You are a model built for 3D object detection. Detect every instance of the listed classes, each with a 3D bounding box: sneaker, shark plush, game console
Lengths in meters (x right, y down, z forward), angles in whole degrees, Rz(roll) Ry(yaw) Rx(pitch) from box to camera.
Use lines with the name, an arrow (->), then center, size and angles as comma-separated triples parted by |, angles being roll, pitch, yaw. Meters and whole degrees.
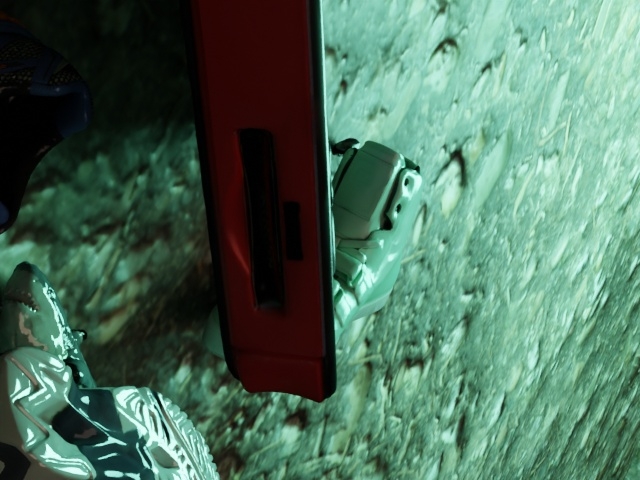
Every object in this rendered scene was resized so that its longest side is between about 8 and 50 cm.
sneaker -> -0.188, -0.020, 0.503 | 0.221, 0.087, 0.083 | -56, 149, -23
shark plush -> -0.147, 0.078, 0.680 | 0.161, 0.073, 0.067 | 51, 33, -52
sneaker -> 0.000, 0.000, 0.834 | 0.256, 0.094, 0.151 | -32, 141, -62
game console -> -0.018, -0.149, 0.577 | 0.342, 0.060, 0.387 | -85, 175, -53
sneaker -> -0.160, 0.147, 0.621 | 0.235, 0.153, 0.094 | 39, 30, -60
